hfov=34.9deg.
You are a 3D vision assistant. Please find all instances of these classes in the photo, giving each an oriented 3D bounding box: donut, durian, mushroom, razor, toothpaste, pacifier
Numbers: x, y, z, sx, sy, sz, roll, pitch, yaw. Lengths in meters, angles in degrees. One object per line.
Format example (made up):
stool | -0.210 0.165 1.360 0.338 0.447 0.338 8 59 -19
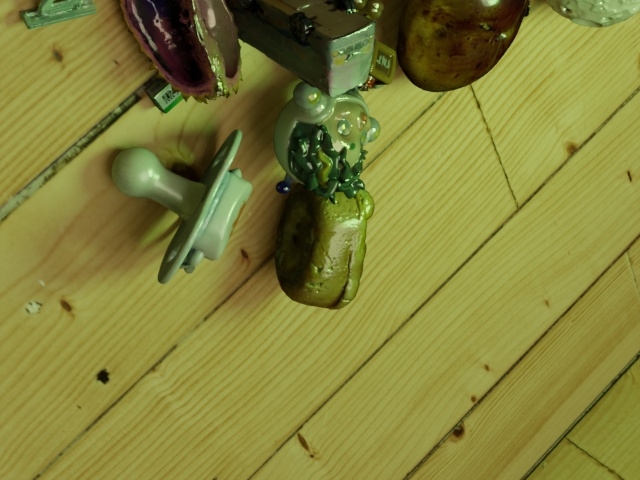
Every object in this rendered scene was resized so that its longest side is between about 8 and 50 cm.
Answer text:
donut | 0.000 0.000 1.981 0.128 0.208 0.261 6 98 -30
durian | -0.207 -0.351 1.620 0.186 0.154 0.260 -34 122 -46
mushroom | 0.259 -0.467 1.940 0.345 0.259 0.345 -44 165 -16
razor | -0.390 -0.444 1.455 0.111 0.056 0.278 -23 129 -28
toothpaste | -0.215 -0.291 1.724 0.178 0.037 0.043 -44 138 -12
pacifier | -0.252 -0.079 1.745 0.233 0.244 0.299 31 68 -17

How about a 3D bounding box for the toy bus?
toy bus | -0.041 -0.344 1.638 0.112 0.317 0.138 -26 135 -25

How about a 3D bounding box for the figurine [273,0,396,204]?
figurine | 0.032 -0.255 1.827 0.261 0.186 0.382 17 88 -42

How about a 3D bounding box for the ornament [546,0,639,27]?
ornament | 0.572 -0.556 2.087 0.259 0.259 0.225 9 96 -45
